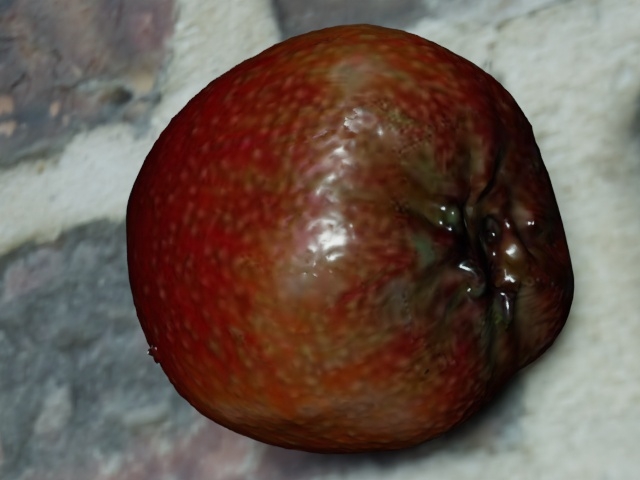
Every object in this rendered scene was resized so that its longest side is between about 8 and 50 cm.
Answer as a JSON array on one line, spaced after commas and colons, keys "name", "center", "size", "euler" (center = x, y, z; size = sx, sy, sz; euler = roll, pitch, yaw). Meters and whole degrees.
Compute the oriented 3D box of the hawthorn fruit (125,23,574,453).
[{"name": "hawthorn fruit", "center": [0.000, 0.000, 0.551], "size": [0.188, 0.169, 0.169], "euler": [5, 72, 46]}]
